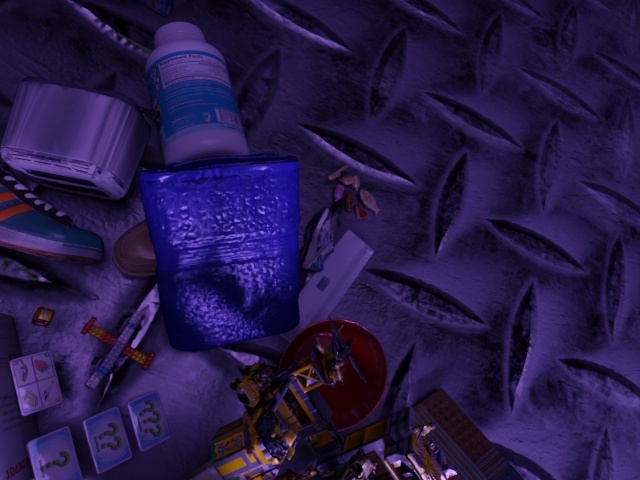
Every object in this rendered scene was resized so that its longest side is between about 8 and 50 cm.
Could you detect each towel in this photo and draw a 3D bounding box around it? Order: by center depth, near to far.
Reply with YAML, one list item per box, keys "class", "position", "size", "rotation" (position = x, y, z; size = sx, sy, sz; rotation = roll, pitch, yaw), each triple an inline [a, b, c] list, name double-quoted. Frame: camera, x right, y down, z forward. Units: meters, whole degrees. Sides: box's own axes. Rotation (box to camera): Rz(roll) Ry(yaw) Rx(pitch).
- class: "towel"
  position: [-0.144, 0.020, 0.666]
  size: [0.228, 0.076, 0.308]
  rotation: [-8, 114, -18]
- class: "towel"
  position: [0.150, 0.431, 0.671]
  size: [0.370, 0.040, 0.271]
  rotation: [-21, 49, -25]

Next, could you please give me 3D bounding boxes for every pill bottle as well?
- class: "pill bottle"
  position: [-0.226, -0.249, 0.754]
  size: [0.146, 0.146, 0.264]
  rotation: [-11, 77, -22]

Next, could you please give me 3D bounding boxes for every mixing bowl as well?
- class: "mixing bowl"
  position: [0.011, 0.213, 0.712]
  size: [0.182, 0.098, 0.181]
  rotation: [0, 91, -12]

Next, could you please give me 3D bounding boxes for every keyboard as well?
- class: "keyboard"
  position: [0.013, 0.090, 0.811]
  size: [0.072, 0.014, 0.256]
  rotation: [38, 65, 0]

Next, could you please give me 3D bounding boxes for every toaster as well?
- class: "toaster"
  position: [-0.378, -0.156, 0.670]
  size: [0.227, 0.129, 0.146]
  rotation: [11, 74, -1]

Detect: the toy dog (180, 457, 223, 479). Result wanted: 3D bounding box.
- class: "toy dog"
  position: [-0.094, 0.482, 0.457]
  size: [0.285, 0.395, 0.407]
  rotation: [-24, 76, -36]

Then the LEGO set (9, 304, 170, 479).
- class: "LEGO set"
  position: [-0.320, 0.199, 0.600]
  size: [0.182, 0.060, 0.244]
  rotation: [-9, 74, -49]

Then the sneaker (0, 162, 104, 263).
- class: "sneaker"
  position: [-0.469, -0.055, 0.629]
  size: [0.302, 0.108, 0.121]
  rotation: [19, 73, -12]

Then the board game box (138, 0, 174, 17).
- class: "board game box"
  position: [-0.338, -0.529, 0.770]
  size: [0.136, 0.201, 0.035]
  rotation: [28, 66, -10]

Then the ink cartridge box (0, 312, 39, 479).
- class: "ink cartridge box"
  position: [-0.473, 0.218, 0.510]
  size: [0.168, 0.171, 0.232]
  rotation: [-16, 79, -23]

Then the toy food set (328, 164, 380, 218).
- class: "toy food set"
  position: [0.065, -0.093, 0.882]
  size: [0.078, 0.019, 0.122]
  rotation: [-36, 96, -25]

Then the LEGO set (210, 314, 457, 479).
- class: "LEGO set"
  position: [0.044, 0.275, 0.538]
  size: [0.192, 0.255, 0.331]
  rotation: [-32, 86, 18]

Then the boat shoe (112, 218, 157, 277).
- class: "boat shoe"
  position: [-0.201, -0.029, 0.721]
  size: [0.302, 0.098, 0.109]
  rotation: [-21, 82, -24]

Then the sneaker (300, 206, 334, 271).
- class: "sneaker"
  position: [0.000, 0.000, 0.817]
  size: [0.058, 0.052, 0.135]
  rotation: [28, 70, -23]
